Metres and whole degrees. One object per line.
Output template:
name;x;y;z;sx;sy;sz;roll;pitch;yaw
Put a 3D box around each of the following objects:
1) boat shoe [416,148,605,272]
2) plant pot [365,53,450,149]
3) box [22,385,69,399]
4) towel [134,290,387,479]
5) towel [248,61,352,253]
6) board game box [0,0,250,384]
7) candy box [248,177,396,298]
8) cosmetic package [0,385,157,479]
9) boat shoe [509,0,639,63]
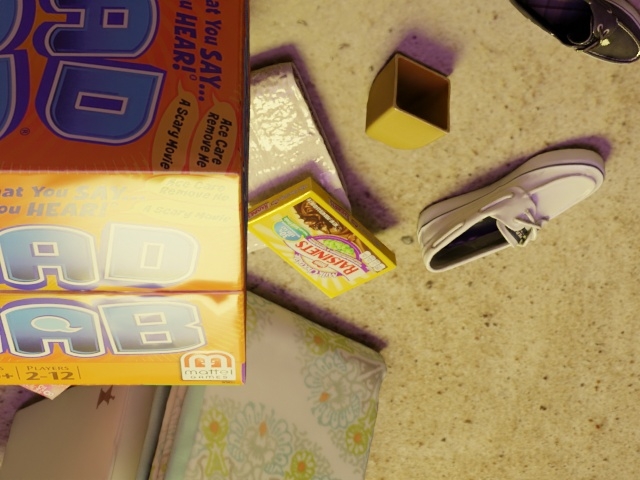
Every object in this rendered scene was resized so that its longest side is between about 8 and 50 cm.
boat shoe;0.243;-0.028;1.938;0.258;0.084;0.095;-27;133;24
plant pot;0.095;-0.153;1.799;0.081;0.081;0.083;23;144;-27
box;-0.308;0.054;1.946;0.154;0.142;0.300;30;128;-33
towel;-0.079;0.268;2.046;0.320;0.374;0.090;28;153;-32
towel;-0.078;-0.090;1.875;0.187;0.049;0.282;-15;137;11
board game box;-0.248;-0.099;1.483;0.357;0.356;0.356;0;145;-2
candy box;0.000;0.000;1.929;0.105;0.027;0.206;-25;140;23
cosmetic package;-0.224;0.417;2.165;0.394;0.329;0.327;29;145;-30
boat shoe;0.284;-0.247;1.706;0.228;0.076;0.080;32;127;-33
